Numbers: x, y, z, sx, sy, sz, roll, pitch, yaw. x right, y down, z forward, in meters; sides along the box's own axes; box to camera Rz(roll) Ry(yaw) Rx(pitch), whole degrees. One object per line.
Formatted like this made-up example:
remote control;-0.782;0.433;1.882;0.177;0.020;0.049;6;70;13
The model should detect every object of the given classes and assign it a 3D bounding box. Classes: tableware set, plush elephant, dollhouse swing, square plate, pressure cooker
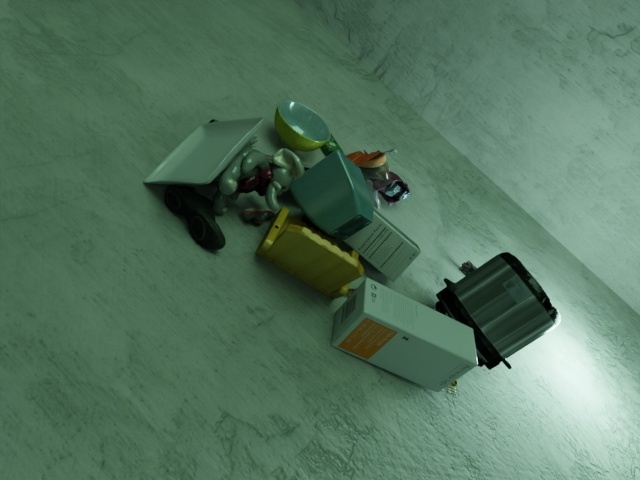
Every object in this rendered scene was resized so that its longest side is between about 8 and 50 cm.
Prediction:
tableware set;0.464;0.522;1.789;0.154;0.024;0.104;25;39;-19
plush elephant;-0.214;-0.219;1.687;0.255;0.272;0.330;24;61;-12
dollhouse swing;0.000;0.000;1.676;0.346;0.305;0.315;32;46;-10
square plate;-0.396;-0.299;1.616;0.347;0.343;0.049;-57;135;-31
pressure cooker;0.696;0.293;1.925;0.375;0.420;0.370;48;11;-25

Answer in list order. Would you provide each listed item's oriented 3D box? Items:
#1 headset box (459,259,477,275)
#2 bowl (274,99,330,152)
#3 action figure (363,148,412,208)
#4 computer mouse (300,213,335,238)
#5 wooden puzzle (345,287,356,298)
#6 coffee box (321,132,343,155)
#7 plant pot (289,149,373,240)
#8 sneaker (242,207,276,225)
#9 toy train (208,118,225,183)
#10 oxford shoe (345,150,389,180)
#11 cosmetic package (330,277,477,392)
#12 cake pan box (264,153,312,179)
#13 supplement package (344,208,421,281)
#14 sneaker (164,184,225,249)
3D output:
headset box;0.758;0.147;2.397;0.083;0.062;0.032;47;37;10
bowl;-0.112;-0.521;2.254;0.289;0.156;0.290;23;40;-21
action figure;0.301;-0.330;2.449;0.275;0.248;0.370;-34;58;-10
computer mouse;0.019;-0.129;2.046;0.188;0.072;0.272;29;49;-14
wooden puzzle;0.120;0.210;1.827;0.083;0.006;0.049;2;51;-40
coffee box;0.034;-0.521;2.477;0.113;0.040;0.184;-5;56;-44
plant pot;0.067;-0.147;1.808;0.247;0.247;0.252;23;38;-62
sneaker;-0.236;-0.087;1.800;0.157;0.061;0.065;0;82;-48
toy train;-0.406;-0.354;1.859;0.190;0.142;0.334;20;42;-4
oxford shoe;0.197;-0.352;2.292;0.130;0.363;0.133;-35;116;-20
cosmetic package;0.291;0.339;1.640;0.453;0.230;0.162;26;40;-12
cake pan box;-0.105;-0.283;2.013;0.266;0.070;0.246;8;24;-34
supplement package;0.249;0.004;1.970;0.293;0.175;0.177;40;11;0
sneaker;-0.406;-0.091;1.606;0.286;0.109;0.130;51;33;12
